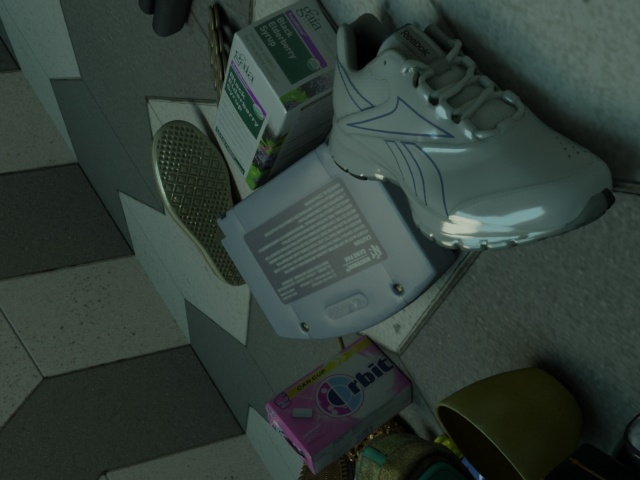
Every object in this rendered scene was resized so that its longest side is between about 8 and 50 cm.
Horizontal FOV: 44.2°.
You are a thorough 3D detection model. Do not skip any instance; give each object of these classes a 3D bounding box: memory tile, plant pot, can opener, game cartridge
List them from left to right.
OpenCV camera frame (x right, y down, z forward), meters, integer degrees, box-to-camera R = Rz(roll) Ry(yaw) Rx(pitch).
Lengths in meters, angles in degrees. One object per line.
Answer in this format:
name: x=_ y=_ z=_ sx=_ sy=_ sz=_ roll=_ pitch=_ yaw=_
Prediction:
can opener: x=-0.207 y=-0.328 z=0.965 sx=0.076 sy=0.095 sz=0.283 roll=58 pitch=161 yaw=1
memory tile: x=-0.126 y=-0.210 z=0.990 sx=0.113 sy=0.012 sz=0.148 roll=108 pitch=153 yaw=-66
game cartridge: x=0.009 y=0.007 z=0.879 sx=0.297 sy=0.062 sz=0.198 roll=-28 pitch=98 yaw=50
plant pot: x=0.190 y=0.176 z=0.747 sx=0.134 sy=0.095 sz=0.134 roll=47 pitch=165 yaw=17

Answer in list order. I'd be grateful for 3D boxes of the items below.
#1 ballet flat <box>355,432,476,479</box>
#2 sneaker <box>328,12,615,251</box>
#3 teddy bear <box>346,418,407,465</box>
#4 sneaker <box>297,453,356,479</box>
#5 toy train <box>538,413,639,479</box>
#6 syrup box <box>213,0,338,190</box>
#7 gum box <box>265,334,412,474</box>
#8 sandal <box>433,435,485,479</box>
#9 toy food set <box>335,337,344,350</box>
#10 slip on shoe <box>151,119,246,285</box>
ballet flat: x=0.149 y=0.313 z=0.807 sx=0.348 sy=0.123 sz=0.123 roll=52 pitch=166 yaw=-27
sneaker: x=0.088 y=-0.088 z=0.591 sx=0.297 sy=0.111 sz=0.129 roll=34 pitch=144 yaw=48
teddy bear: x=0.135 y=0.367 z=1.225 sx=0.338 sy=0.113 sz=0.245 roll=41 pitch=151 yaw=59
sneaker: x=0.029 y=0.416 z=1.394 sx=0.282 sy=0.099 sz=0.153 roll=-91 pitch=-23 yaw=-45
toy train: x=0.258 y=0.286 z=0.612 sx=0.142 sy=0.190 sz=0.333 roll=30 pitch=146 yaw=56
syrup box: x=-0.044 y=-0.147 z=0.839 sx=0.093 sy=0.096 sz=0.237 roll=57 pitch=163 yaw=5
gum box: x=0.025 y=0.234 z=1.123 sx=0.107 sy=0.188 sz=0.062 roll=44 pitch=157 yaw=35
sandal: x=0.176 y=0.317 z=0.959 sx=0.126 sy=0.138 sz=0.317 roll=57 pitch=160 yaw=8
toy food set: x=-0.039 y=0.109 z=1.320 sx=0.192 sy=0.039 sz=0.132 roll=37 pitch=152 yaw=48
slip on shoe: x=-0.202 y=-0.063 z=1.355 sx=0.101 sy=0.123 sz=0.331 roll=41 pitch=160 yaw=50
